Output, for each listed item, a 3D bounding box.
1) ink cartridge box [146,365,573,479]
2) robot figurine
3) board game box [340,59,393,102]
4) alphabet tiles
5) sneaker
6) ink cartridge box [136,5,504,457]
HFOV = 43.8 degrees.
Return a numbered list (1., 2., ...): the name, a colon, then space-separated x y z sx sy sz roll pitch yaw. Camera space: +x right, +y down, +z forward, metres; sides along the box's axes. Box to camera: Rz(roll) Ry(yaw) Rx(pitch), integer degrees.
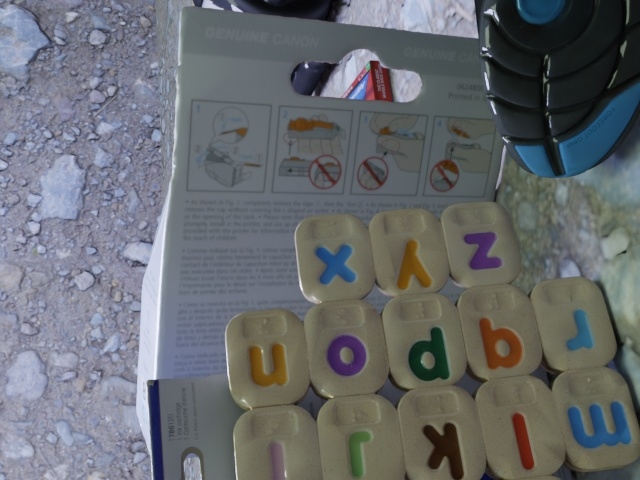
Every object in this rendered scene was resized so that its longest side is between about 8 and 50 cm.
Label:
1. ink cartridge box: 0.035 0.179 0.603 0.065 0.332 0.165 132 135 -60
2. robot figurine: -0.088 -0.309 1.135 0.278 0.173 0.209 121 150 -53
3. board game box: 0.028 -0.100 1.042 0.281 0.027 0.145 137 129 -62
4. alphabet tiles: 0.078 0.106 0.567 0.021 0.284 0.278 102 161 -66
5. sneaker: 0.173 -0.216 0.594 0.139 0.125 0.341 -11 -81 -84
6. ink cartridge box: 0.000 0.000 0.726 0.091 0.308 0.385 -143 56 -62
